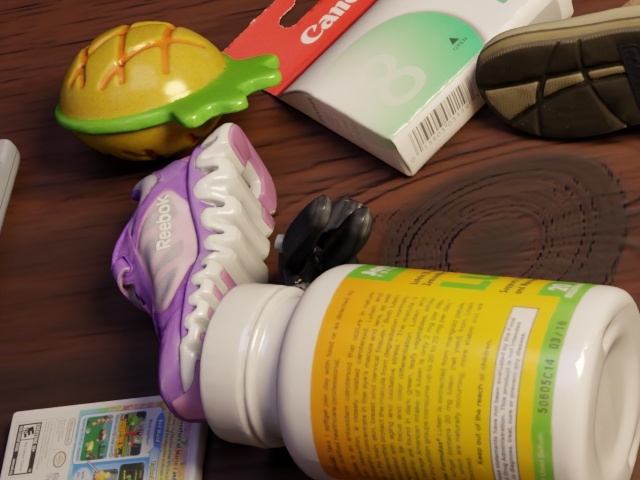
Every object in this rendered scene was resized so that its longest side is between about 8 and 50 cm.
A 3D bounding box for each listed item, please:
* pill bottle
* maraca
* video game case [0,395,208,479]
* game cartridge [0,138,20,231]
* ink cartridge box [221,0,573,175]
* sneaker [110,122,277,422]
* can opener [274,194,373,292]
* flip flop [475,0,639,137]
[{"bbox_3d":[0.058,0.085,1.041,0.246,0.136,0.136,5,57,25],"label":"pill bottle"},{"bbox_3d":[-0.113,-0.109,1.274,0.186,0.099,0.127,4,35,38],"label":"maraca"},{"bbox_3d":[-0.147,0.175,1.137,0.143,0.019,0.157,-8,52,17],"label":"video game case"},{"bbox_3d":[-0.383,0.019,1.330,0.297,0.062,0.198,-4,58,20],"label":"game cartridge"},{"bbox_3d":[0.044,-0.164,1.291,0.181,0.056,0.225,-45,53,-14],"label":"ink cartridge box"},{"bbox_3d":[-0.092,0.029,1.182,0.104,0.095,0.236,-15,45,17],"label":"sneaker"},{"bbox_3d":[0.000,0.000,1.115,0.059,0.186,0.073,6,81,0],"label":"can opener"},{"bbox_3d":[0.239,-0.122,1.155,0.277,0.112,0.080,-1,40,28],"label":"flip flop"}]
